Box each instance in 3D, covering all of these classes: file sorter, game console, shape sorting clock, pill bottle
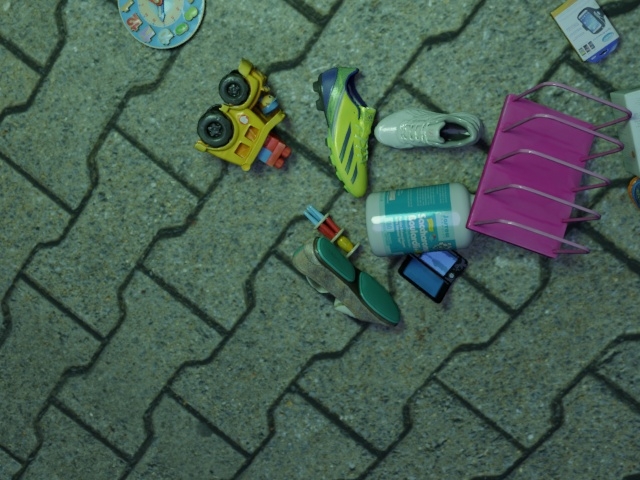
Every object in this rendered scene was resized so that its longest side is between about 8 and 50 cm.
[{"bbox_3d":[0.445,-0.132,1.278,0.202,0.182,0.291,19,87,-8],"label":"file sorter"},{"bbox_3d":[0.255,0.060,1.493,0.122,0.071,0.107,38,108,1],"label":"game console"},{"bbox_3d":[-0.362,-0.540,1.494,0.206,0.040,0.206,3,105,12],"label":"shape sorting clock"},{"bbox_3d":[0.237,-0.047,1.431,0.264,0.146,0.146,-7,102,14],"label":"pill bottle"}]

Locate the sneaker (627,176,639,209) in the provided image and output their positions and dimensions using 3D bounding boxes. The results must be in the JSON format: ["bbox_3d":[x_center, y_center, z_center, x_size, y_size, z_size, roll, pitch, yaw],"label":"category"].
[{"bbox_3d":[0.720,-0.038,1.359,0.221,0.087,0.083,46,109,-1],"label":"sneaker"}]

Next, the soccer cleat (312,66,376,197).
[{"bbox_3d":[0.070,-0.237,1.449,0.121,0.093,0.289,-13,100,13],"label":"soccer cleat"}]

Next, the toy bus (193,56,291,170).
[{"bbox_3d":[-0.150,-0.264,1.472,0.211,0.149,0.220,28,106,-10],"label":"toy bus"}]

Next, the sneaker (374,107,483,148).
[{"bbox_3d":[0.227,-0.236,1.402,0.232,0.115,0.090,-2,103,13],"label":"sneaker"}]

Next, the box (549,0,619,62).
[{"bbox_3d":[0.536,-0.429,1.334,0.081,0.028,0.136,-35,97,18],"label":"box"}]

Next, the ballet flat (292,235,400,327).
[{"bbox_3d":[0.054,0.105,1.505,0.106,0.107,0.316,-29,120,31],"label":"ballet flat"}]

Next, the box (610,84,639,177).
[{"bbox_3d":[0.649,-0.221,1.307,0.091,0.130,0.170,-14,101,14],"label":"box"}]

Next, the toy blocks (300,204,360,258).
[{"bbox_3d":[0.000,0.000,1.542,0.148,0.054,0.123,43,108,0],"label":"toy blocks"}]
